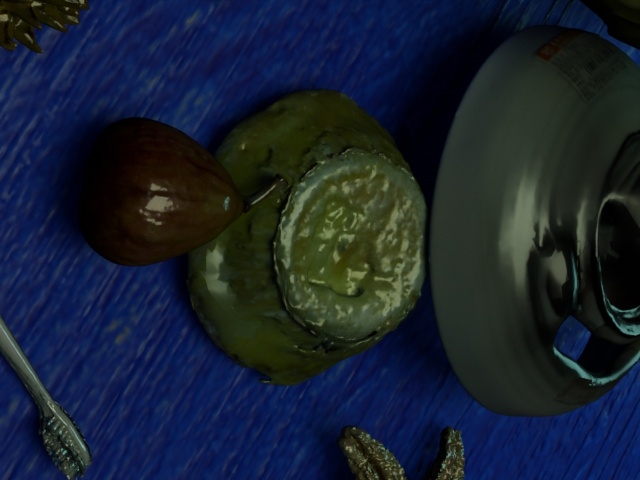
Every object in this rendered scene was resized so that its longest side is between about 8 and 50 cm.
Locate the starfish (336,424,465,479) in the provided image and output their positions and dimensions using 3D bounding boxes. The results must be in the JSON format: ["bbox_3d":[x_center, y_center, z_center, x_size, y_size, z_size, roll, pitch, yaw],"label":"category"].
[{"bbox_3d":[0.036,0.233,1.260,0.227,0.043,0.240,-38,123,-22],"label":"starfish"}]

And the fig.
[{"bbox_3d":[-0.080,-0.023,1.083,0.125,0.089,0.089,8,95,-16],"label":"fig"}]

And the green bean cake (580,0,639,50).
[{"bbox_3d":[0.244,-0.206,1.168,0.285,0.310,0.202,7,101,-26],"label":"green bean cake"}]

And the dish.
[{"bbox_3d":[0.199,-0.006,1.229,0.273,0.134,0.273,-14,108,-51],"label":"dish"}]

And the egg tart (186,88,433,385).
[{"bbox_3d":[0.000,0.000,1.165,0.197,0.078,0.197,-6,101,-34],"label":"egg tart"}]

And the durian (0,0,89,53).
[{"bbox_3d":[-0.214,-0.241,0.934,0.191,0.112,0.341,-32,119,-30],"label":"durian"}]

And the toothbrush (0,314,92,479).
[{"bbox_3d":[-0.205,0.027,1.050,0.024,0.026,0.288,-19,117,13],"label":"toothbrush"}]
